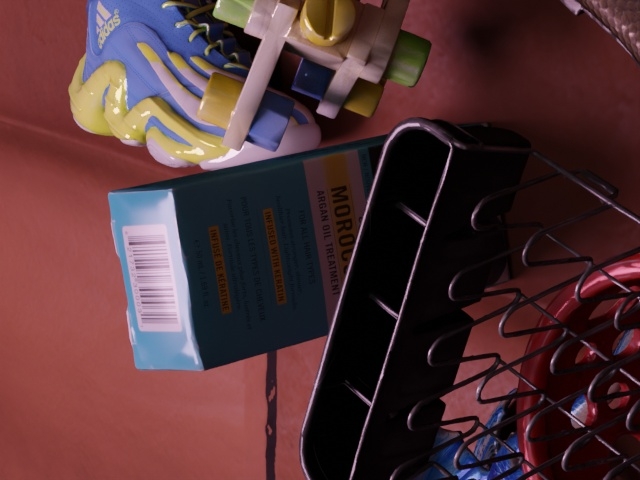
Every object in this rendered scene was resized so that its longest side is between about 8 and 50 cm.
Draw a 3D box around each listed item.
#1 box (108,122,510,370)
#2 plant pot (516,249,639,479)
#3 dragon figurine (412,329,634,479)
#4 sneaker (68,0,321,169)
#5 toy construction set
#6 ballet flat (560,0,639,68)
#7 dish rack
[{"bbox_3d":[0.000,0.000,1.116,0.060,0.244,0.100,-2,99,48],"label":"box"},{"bbox_3d":[0.219,0.082,0.950,0.191,0.174,0.191,17,114,45],"label":"plant pot"},{"bbox_3d":[0.103,0.144,1.164,0.144,0.085,0.289,33,125,37],"label":"dragon figurine"},{"bbox_3d":[-0.092,-0.120,1.302,0.240,0.091,0.126,14,110,46],"label":"sneaker"},{"bbox_3d":[0.043,-0.190,1.043,0.327,0.151,0.215,-35,30,57],"label":"toy construction set"},{"bbox_3d":[0.198,-0.100,0.999,0.250,0.084,0.058,52,135,33],"label":"ballet flat"},{"bbox_3d":[0.121,0.086,0.876,0.271,0.074,0.208,37,125,35],"label":"dish rack"}]
